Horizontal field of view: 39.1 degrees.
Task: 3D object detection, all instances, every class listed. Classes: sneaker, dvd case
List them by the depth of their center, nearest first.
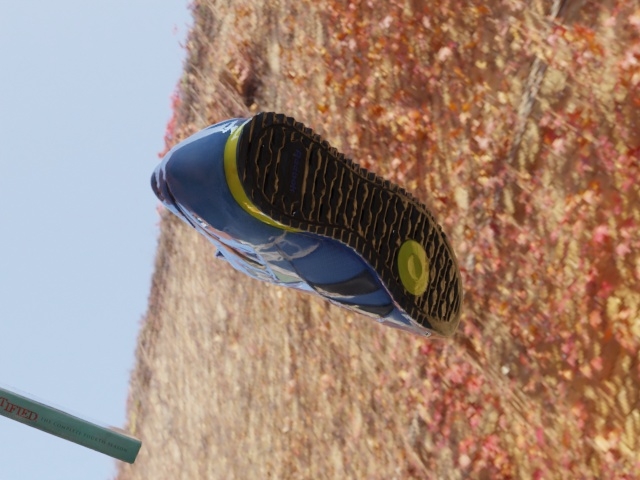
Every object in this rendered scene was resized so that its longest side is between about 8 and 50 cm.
[{"bbox_3d":[-0.137,0.087,0.450,0.087,0.119,0.013,24,-106,-11],"label":"dvd case"},{"bbox_3d":[0.000,0.000,0.496,0.082,0.069,0.209,-14,-34,40],"label":"sneaker"}]
